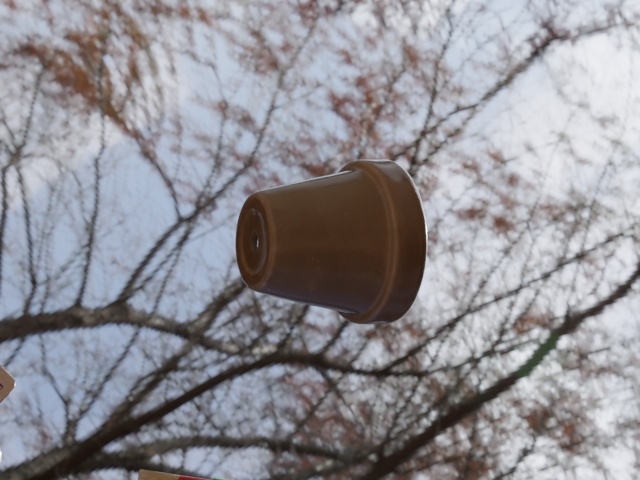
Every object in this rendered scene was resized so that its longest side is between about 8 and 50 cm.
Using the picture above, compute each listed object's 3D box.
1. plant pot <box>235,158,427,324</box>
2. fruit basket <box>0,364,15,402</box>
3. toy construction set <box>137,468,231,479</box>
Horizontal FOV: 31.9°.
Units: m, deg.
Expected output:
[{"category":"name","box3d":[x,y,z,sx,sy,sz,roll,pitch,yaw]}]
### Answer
[{"category":"plant pot","box3d":[0.000,0.000,1.707,0.229,0.263,0.263,1,-158,-26]},{"category":"fruit basket","box3d":[-0.444,0.139,0.867,0.327,0.165,0.353,-47,-134,-12]},{"category":"toy construction set","box3d":[-0.212,0.419,1.351,0.237,0.308,0.257,9,-172,4]}]
